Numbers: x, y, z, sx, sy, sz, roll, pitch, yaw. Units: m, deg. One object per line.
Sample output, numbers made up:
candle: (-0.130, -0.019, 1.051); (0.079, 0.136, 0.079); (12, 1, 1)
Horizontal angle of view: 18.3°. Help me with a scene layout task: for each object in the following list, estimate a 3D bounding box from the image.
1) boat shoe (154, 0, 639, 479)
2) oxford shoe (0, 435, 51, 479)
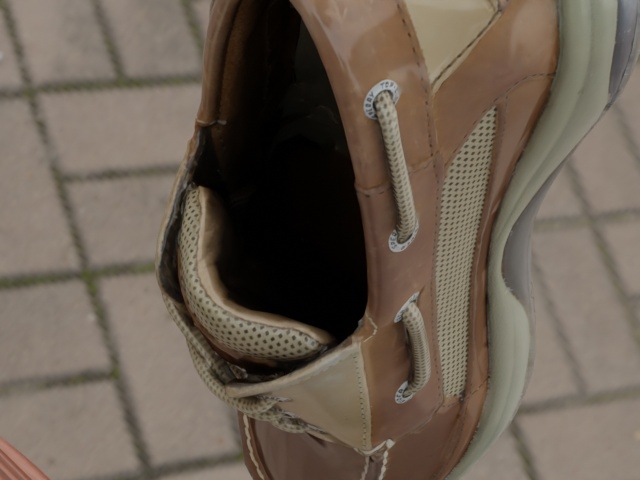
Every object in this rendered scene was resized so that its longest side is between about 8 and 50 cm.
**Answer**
boat shoe: (0.000, 0.000, 0.630); (0.116, 0.324, 0.123); (-29, 59, -28)
oxford shoe: (-0.067, 0.140, 0.412); (0.146, 0.397, 0.140); (-43, 63, -6)
